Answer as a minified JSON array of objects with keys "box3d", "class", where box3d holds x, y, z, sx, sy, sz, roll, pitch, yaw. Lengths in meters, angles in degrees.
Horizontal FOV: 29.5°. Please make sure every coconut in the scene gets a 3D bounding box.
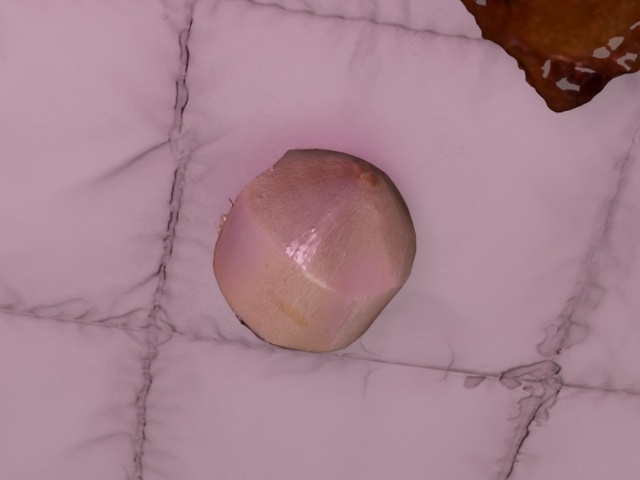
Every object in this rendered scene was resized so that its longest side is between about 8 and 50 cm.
[{"box3d":[0.000,0.000,1.342,0.224,0.224,0.234,12,129,-9],"class":"coconut"}]

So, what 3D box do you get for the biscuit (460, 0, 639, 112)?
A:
[{"box3d":[0.275,-0.346,1.073,0.395,0.166,0.342,-31,124,25],"class":"biscuit"}]
